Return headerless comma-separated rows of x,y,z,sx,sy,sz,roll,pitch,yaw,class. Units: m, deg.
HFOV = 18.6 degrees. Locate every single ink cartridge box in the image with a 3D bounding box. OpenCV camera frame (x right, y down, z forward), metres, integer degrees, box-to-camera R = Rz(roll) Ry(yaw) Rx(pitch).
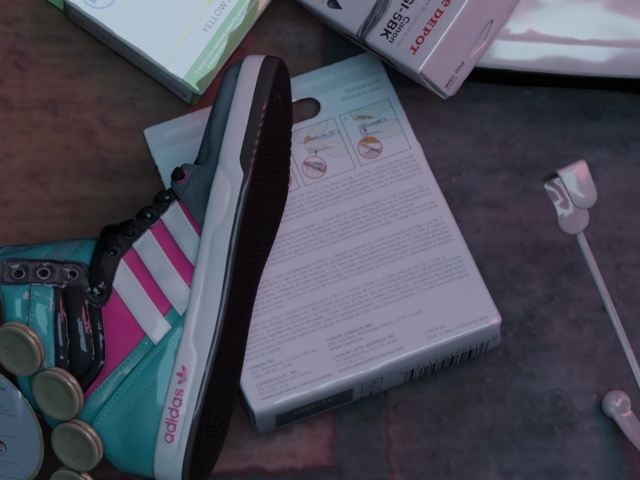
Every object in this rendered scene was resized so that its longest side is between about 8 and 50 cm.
0.000,0.000,1.391,0.189,0.066,0.232,-20,64,-9,ink cartridge box
-0.135,-0.232,1.393,0.235,0.056,0.171,35,80,-4,ink cartridge box
0.058,-0.177,1.369,0.135,0.056,0.099,35,91,30,ink cartridge box

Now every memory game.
-0.222,0.120,1.290,0.186,0.186,0.012,48,39,1,memory game

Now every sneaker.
-0.129,0.006,1.312,0.178,0.124,0.295,12,81,13,sneaker
0.236,-0.168,1.403,0.290,0.106,0.123,5,84,-5,sneaker

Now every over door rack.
0.306,0.044,1.369,0.239,0.108,0.324,-24,107,-9,over door rack
